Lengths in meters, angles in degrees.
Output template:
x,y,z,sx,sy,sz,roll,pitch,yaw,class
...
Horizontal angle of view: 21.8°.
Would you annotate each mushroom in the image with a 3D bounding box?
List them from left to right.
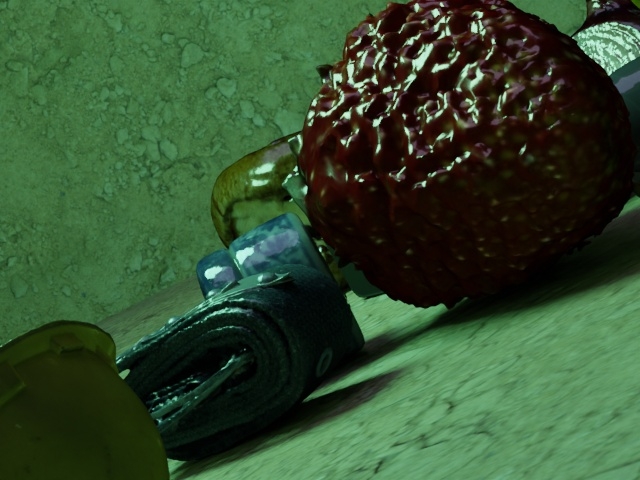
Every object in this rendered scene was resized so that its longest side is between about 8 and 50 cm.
x,y,z,sx,sy,sz,roll,pitch,yaw,class
-0.013,-0.020,2.185,0.267,0.267,0.254,-21,42,59,mushroom

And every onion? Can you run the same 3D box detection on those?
x,y,z,sx,sy,sz,roll,pitch,yaw,class
0.334,-0.189,1.800,0.140,0.218,0.195,1,-18,-29,onion

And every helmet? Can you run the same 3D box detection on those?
x,y,z,sx,sy,sz,roll,pitch,yaw,class
-0.164,0.168,1.052,0.205,0.140,0.257,-59,-18,13,helmet

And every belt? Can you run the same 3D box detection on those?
x,y,z,sx,sy,sz,roll,pitch,yaw,class
-0.081,0.108,1.375,0.218,0.122,0.128,-33,2,36,belt

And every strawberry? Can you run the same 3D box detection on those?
x,y,z,sx,sy,sz,roll,pitch,yaw,class
0.145,-0.065,1.410,0.292,0.292,0.343,-29,28,-28,strawberry

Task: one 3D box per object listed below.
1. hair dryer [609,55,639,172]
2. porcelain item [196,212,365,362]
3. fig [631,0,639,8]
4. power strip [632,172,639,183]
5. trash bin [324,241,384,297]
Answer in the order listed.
x,y,z,sx,sy,sz,roll,pitch,yaw,class
0.398,-0.116,1.463,0.301,0.121,0.361,-18,14,5,hair dryer
-0.040,0.060,1.519,0.114,0.147,0.147,-28,4,-3,porcelain item
0.534,-0.364,2.108,0.343,0.343,0.343,-27,4,2,fig
0.259,-0.067,1.638,0.192,0.081,0.035,-30,3,-34,power strip
0.136,-0.034,1.884,0.225,0.115,0.165,-34,8,-27,trash bin
